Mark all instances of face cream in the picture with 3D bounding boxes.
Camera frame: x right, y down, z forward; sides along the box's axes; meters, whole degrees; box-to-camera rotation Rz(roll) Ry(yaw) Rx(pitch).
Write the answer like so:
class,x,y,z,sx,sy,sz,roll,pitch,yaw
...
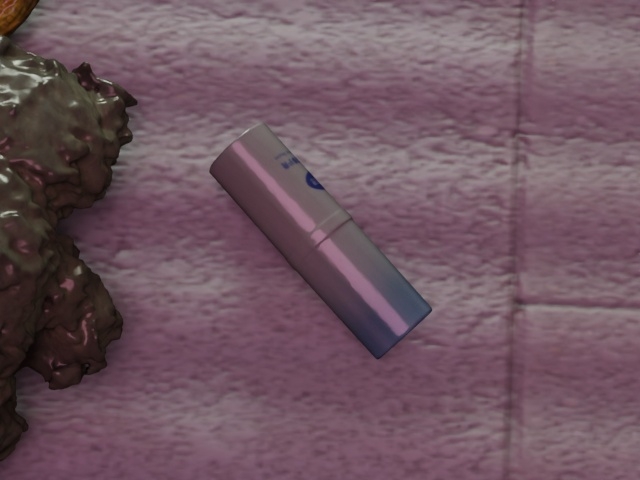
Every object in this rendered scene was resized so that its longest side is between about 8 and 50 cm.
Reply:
class,x,y,z,sx,sy,sz,roll,pitch,yaw
face cream,0.000,0.000,1.133,0.077,0.077,0.250,-41,85,-5

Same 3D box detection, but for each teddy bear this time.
class,x,y,z,sx,sy,sz,roll,pitch,yaw
teddy bear,-0.320,-0.019,1.087,0.357,0.224,0.367,43,58,-9

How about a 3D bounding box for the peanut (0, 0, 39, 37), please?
class,x,y,z,sx,sy,sz,roll,pitch,yaw
peanut,-0.348,-0.225,1.155,0.087,0.087,0.207,36,86,4
